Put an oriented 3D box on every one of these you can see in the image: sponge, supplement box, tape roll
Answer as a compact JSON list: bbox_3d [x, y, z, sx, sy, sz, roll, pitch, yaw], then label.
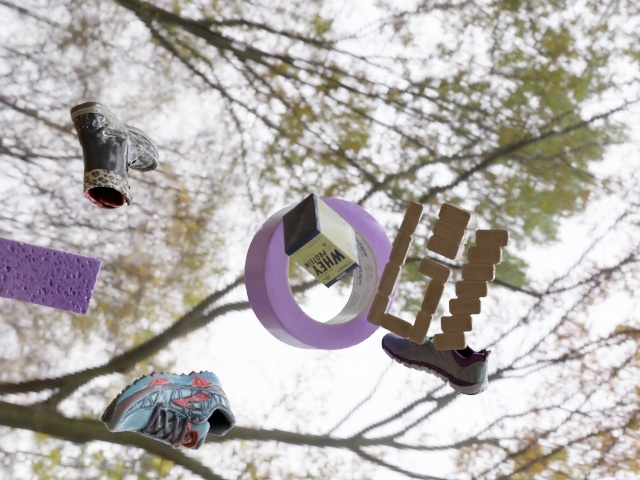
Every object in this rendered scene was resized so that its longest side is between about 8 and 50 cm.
[{"bbox_3d":[-0.554,0.070,2.035,0.031,0.210,0.117,-165,-90,-70],"label":"sponge"},{"bbox_3d":[0.000,0.000,1.321,0.056,0.083,0.083,-37,-149,21],"label":"supplement box"},{"bbox_3d":[0.003,0.062,1.861,0.090,0.275,0.274,-8,-113,61],"label":"tape roll"}]

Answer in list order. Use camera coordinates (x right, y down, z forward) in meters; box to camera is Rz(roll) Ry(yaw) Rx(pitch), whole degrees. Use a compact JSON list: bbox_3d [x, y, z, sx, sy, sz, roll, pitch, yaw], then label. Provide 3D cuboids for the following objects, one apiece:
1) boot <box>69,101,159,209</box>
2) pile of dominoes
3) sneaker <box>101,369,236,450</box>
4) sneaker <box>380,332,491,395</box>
[{"bbox_3d":[-0.368,-0.129,1.864,0.085,0.236,0.178,-21,-117,17],"label":"boot"},{"bbox_3d":[0.210,0.063,1.790,0.196,0.040,0.251,24,-80,27],"label":"pile of dominoes"},{"bbox_3d":[-0.236,0.285,1.681,0.125,0.262,0.104,52,-59,26],"label":"sneaker"},{"bbox_3d":[0.214,0.194,1.865,0.224,0.083,0.098,22,-64,30],"label":"sneaker"}]
